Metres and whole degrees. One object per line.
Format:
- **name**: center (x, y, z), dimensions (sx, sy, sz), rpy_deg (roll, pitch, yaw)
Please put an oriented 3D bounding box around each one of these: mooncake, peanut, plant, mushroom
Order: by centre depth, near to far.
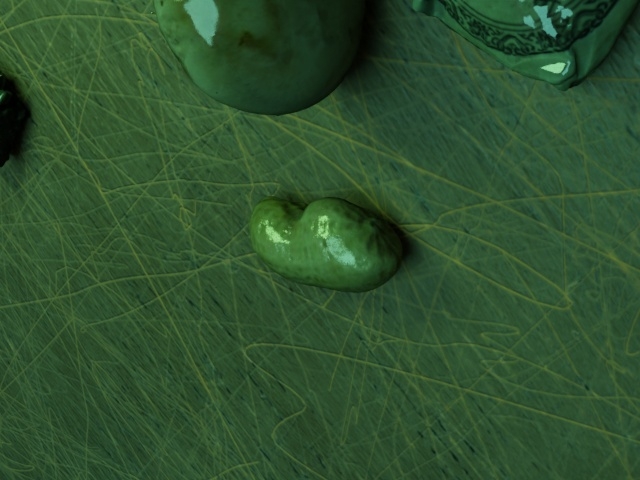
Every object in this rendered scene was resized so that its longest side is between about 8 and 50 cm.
- **mooncake**: center (0.235, -0.315, 0.912), dimensions (0.254, 0.136, 0.250), rpy_deg (32, 120, 18)
- **mushroom**: center (-0.102, -0.303, 1.073), dimensions (0.290, 0.292, 0.293), rpy_deg (10, 115, 49)
- **peanut**: center (0.000, 0.000, 1.209), dimensions (0.253, 0.122, 0.137), rpy_deg (5, 112, 37)
- **plant**: center (-0.620, -0.228, 1.518), dimensions (0.132, 0.129, 0.194), rpy_deg (31, 127, 17)
